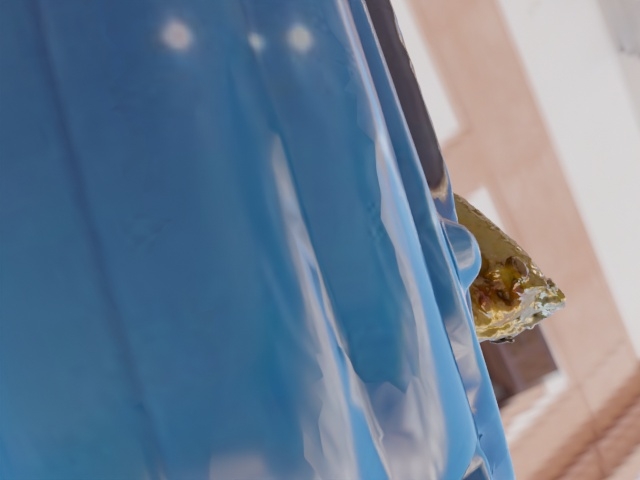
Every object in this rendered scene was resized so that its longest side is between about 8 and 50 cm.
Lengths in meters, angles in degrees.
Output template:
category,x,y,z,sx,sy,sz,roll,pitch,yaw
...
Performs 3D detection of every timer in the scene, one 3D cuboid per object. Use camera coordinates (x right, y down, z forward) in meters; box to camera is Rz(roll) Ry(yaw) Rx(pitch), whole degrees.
category,x,y,z,sx,sy,sz,roll,pitch,yaw
timer,-0.029,-0.002,0.516,0.115,0.340,0.309,-15,-124,0

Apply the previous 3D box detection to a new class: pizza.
category,x,y,z,sx,sy,sz,roll,pitch,yaw
pizza,-0.001,-0.005,1.097,0.271,0.056,0.134,28,-137,18
